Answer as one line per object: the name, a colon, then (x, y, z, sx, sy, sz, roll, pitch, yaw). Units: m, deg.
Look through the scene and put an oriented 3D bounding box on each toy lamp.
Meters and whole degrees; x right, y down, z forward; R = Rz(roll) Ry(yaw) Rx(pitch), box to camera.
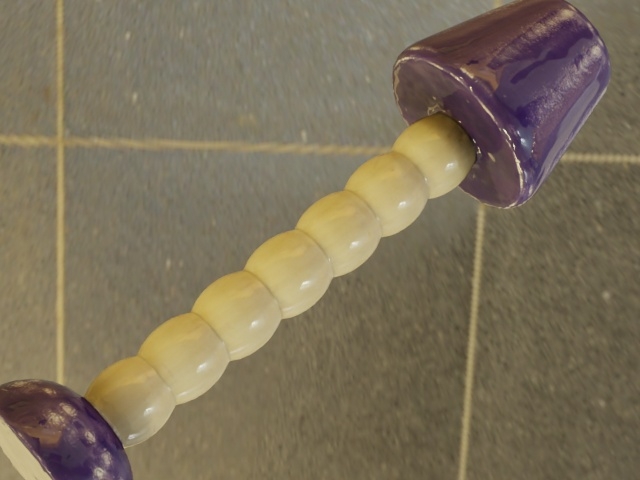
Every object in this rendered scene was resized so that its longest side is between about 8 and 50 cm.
toy lamp: (0.000, 0.000, 0.631, 0.274, 0.080, 0.080, -38, 108, -20)
